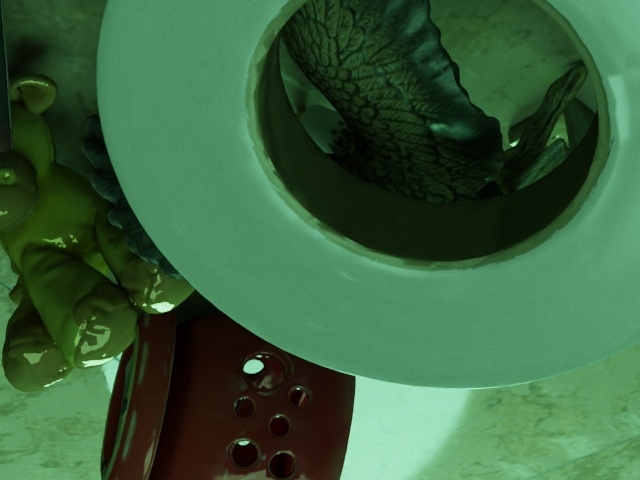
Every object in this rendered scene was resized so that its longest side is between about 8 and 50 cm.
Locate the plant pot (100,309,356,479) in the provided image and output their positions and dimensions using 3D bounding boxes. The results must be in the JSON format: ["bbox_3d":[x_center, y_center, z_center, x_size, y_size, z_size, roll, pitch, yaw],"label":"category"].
[{"bbox_3d":[-0.079,0.147,1.592,0.174,0.191,0.191,12,141,-10],"label":"plant pot"}]

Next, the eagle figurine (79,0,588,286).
[{"bbox_3d":[0.022,-0.059,1.326,0.225,0.226,0.298,-11,154,43],"label":"eagle figurine"}]

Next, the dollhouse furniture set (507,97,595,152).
[{"bbox_3d":[0.172,0.005,1.475,0.151,0.123,0.144,-30,137,30],"label":"dollhouse furniture set"}]

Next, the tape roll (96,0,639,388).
[{"bbox_3d":[0.065,-0.086,1.145,0.392,0.072,0.392,6,124,8],"label":"tape roll"}]

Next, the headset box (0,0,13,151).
[{"bbox_3d":[-0.306,-0.141,1.196,0.218,0.110,0.293,-14,146,-14],"label":"headset box"}]

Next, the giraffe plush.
[{"bbox_3d":[-0.195,-0.027,1.370,0.181,0.210,0.170,-38,120,4],"label":"giraffe plush"}]
